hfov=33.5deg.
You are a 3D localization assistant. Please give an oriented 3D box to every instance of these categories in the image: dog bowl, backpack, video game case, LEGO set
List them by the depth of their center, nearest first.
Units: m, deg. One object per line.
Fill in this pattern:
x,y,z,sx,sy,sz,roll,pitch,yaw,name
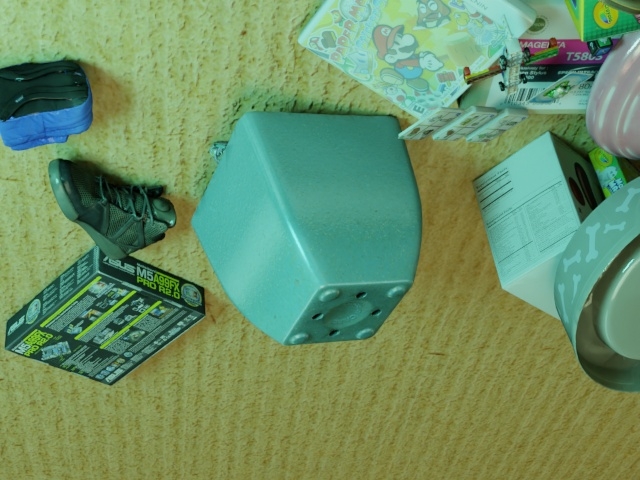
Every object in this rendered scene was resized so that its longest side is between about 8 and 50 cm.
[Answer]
0.110,-0.256,1.284,0.206,0.026,0.227,30,142,-13,video game case
0.228,-0.195,1.294,0.182,0.060,0.244,-3,159,-42,LEGO set
-0.347,-0.172,1.341,0.120,0.098,0.101,-15,153,-11,backpack
0.477,0.046,1.455,0.349,0.102,0.348,-13,130,-16,dog bowl

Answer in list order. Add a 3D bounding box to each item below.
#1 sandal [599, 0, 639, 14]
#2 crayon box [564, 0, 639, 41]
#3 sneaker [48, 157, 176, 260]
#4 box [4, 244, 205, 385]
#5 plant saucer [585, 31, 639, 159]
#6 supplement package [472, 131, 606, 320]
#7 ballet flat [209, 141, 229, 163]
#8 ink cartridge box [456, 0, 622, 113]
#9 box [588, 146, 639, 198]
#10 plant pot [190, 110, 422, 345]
0.338,-0.264,1.097,0.180,0.072,0.049,5,125,-20,sandal
0.296,-0.372,1.136,0.081,0.165,0.278,-12,143,4,crayon box
-0.288,-0.058,1.507,0.130,0.087,0.227,-19,144,11,sneaker
-0.355,0.129,1.755,0.216,0.060,0.270,27,130,-36,box
0.494,-0.217,1.348,0.332,0.084,0.332,-25,148,-16,plant saucer
0.359,-0.012,1.583,0.149,0.203,0.194,-36,136,30,supplement package
-0.110,-0.102,1.510,0.041,0.041,0.114,-26,138,22,ballet flat
0.298,-0.255,1.353,0.235,0.088,0.193,-2,143,-6,ink cartridge box
0.459,-0.052,1.568,0.043,0.179,0.105,-32,137,28,box
0.000,0.000,1.457,0.248,0.252,0.247,-2,143,-29,plant pot
